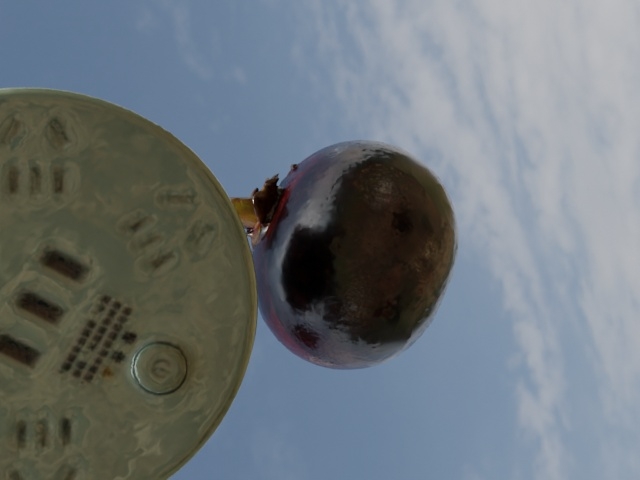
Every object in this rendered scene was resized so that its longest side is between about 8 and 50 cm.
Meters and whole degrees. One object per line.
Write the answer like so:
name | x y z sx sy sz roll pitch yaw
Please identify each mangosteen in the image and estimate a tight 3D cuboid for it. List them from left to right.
mangosteen | 0.000 0.000 1.047 0.262 0.235 0.235 21 -122 -11

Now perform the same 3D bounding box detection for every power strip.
power strip | -0.237 0.045 0.846 0.358 0.161 0.357 0 -91 -17
